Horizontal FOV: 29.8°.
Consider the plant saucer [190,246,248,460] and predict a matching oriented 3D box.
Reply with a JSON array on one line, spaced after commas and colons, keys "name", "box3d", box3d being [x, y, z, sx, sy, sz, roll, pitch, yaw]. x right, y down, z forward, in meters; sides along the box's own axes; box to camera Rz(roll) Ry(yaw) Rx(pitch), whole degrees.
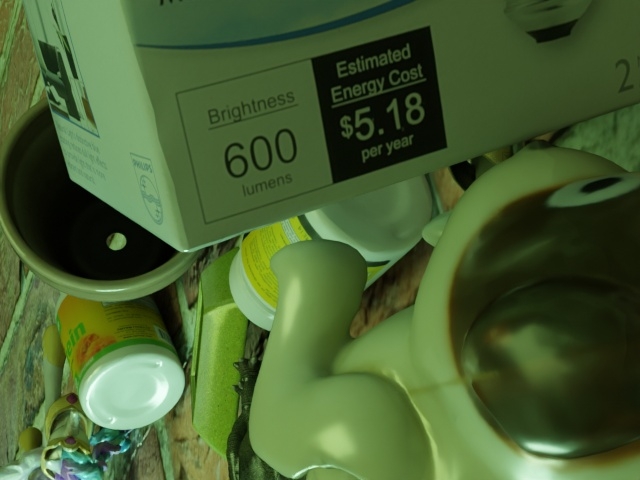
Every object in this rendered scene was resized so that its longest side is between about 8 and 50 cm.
[{"name": "plant saucer", "box3d": [-0.113, 0.118, 1.310, 0.188, 0.045, 0.188, -116, 31, -72]}]

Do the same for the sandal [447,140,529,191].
[{"name": "sandal", "box3d": [0.118, -0.058, 0.886, 0.072, 0.049, 0.180, 153, 114, -62]}]

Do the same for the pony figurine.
[{"name": "pony figurine", "box3d": [-0.389, 0.336, 1.745, 0.363, 0.303, 0.351, -117, 43, -69]}]

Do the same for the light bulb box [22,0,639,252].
[{"name": "light bulb box", "box3d": [0.006, -0.232, 0.672, 0.225, 0.358, 0.361, 25, 131, 61]}]

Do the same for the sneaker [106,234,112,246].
[{"name": "sneaker", "box3d": [-0.300, -0.156, 1.661, 0.365, 0.137, 0.210, 112, 146, -48]}]

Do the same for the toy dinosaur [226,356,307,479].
[{"name": "toy dinosaur", "box3d": [-0.046, 0.212, 1.154, 0.313, 0.121, 0.160, -44, 39, 51]}]

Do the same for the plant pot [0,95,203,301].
[{"name": "plant pot", "box3d": [-0.257, -0.035, 1.479, 0.229, 0.263, 0.263, 113, 150, -71]}]

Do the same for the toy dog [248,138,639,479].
[{"name": "toy dog", "box3d": [0.105, 0.134, 0.663, 0.395, 0.285, 0.408, 62, 141, 43]}]

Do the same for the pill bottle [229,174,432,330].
[{"name": "pill bottle", "box3d": [0.000, 0.000, 1.051, 0.208, 0.119, 0.119, -47, 50, 55]}]

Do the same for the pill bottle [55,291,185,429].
[{"name": "pill bottle", "box3d": [-0.278, 0.123, 1.607, 0.245, 0.136, 0.136, -122, 40, -47]}]
